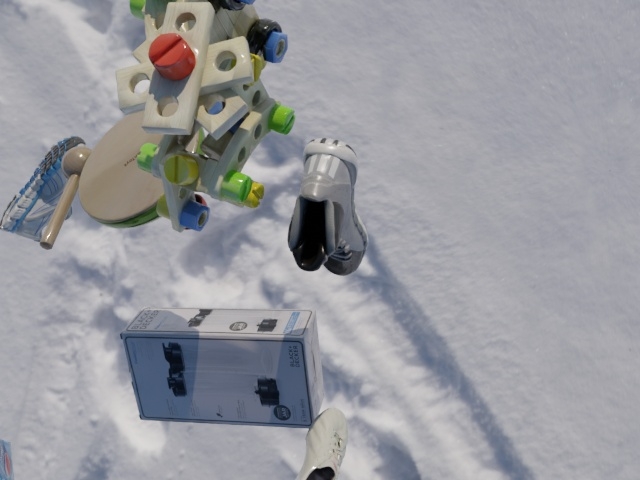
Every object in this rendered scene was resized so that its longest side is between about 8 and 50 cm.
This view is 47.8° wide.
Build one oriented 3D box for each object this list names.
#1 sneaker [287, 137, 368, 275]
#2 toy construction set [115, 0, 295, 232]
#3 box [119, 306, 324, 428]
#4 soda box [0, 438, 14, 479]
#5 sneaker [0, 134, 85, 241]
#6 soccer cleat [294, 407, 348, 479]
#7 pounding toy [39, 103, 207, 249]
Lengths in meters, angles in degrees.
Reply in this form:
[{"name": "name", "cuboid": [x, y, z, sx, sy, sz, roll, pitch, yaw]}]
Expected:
[{"name": "sneaker", "cuboid": [0.000, 0.000, 0.862, 0.086, 0.132, 0.229, 6, 141, 15]}, {"name": "toy construction set", "cuboid": [-0.110, -0.136, 0.661, 0.151, 0.328, 0.215, 25, 79, 2]}, {"name": "box", "cuboid": [-0.148, 0.194, 1.124, 0.289, 0.087, 0.169, -1, 114, 12]}, {"name": "soda box", "cuboid": [-0.475, 0.292, 0.844, 0.210, 0.067, 0.071, -12, 70, -12]}, {"name": "sneaker", "cuboid": [-0.413, -0.077, 1.126, 0.191, 0.083, 0.071, -49, 32, 12]}, {"name": "soccer cleat", "cuboid": [0.004, 0.310, 1.007, 0.068, 0.196, 0.076, 40, 133, -8]}, {"name": "pounding toy", "cuboid": [-0.230, -0.068, 0.949, 0.236, 0.110, 0.183, -17, 53, 20]}]
